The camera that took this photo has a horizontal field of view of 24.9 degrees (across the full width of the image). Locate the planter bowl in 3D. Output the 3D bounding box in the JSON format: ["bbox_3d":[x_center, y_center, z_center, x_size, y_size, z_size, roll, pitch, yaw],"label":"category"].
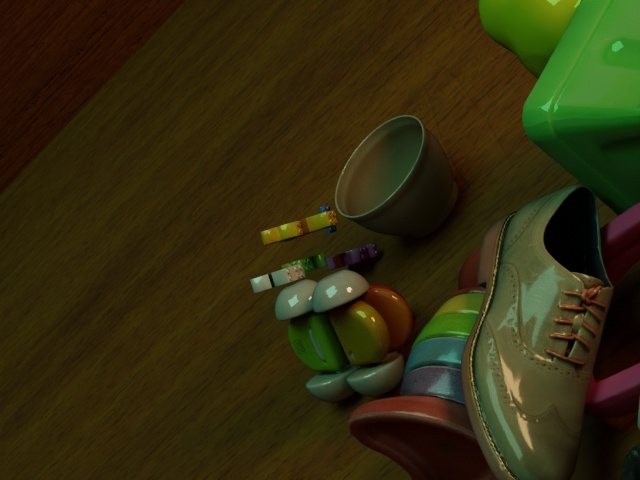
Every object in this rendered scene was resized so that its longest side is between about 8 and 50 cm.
[{"bbox_3d":[0.114,-0.071,1.930,0.162,0.109,0.162,-38,32,28],"label":"planter bowl"}]

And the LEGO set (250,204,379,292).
[{"bbox_3d":[0.000,0.000,1.921,0.093,0.087,0.227,-18,-1,34],"label":"LEGO set"}]

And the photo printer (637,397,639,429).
[{"bbox_3d":[0.425,0.053,1.186,0.307,0.107,0.256,6,64,13],"label":"photo printer"}]

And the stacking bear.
[{"bbox_3d":[0.179,0.120,1.586,0.164,0.175,0.289,-21,35,49],"label":"stacking bear"}]

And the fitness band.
[{"bbox_3d":[0.320,0.063,1.442,0.291,0.054,0.209,137,149,-59],"label":"fitness band"}]

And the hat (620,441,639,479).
[{"bbox_3d":[0.331,0.245,1.231,0.331,0.134,0.331,-37,33,29],"label":"hat"}]

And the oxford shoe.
[{"bbox_3d":[0.223,0.090,1.437,0.130,0.123,0.348,-43,35,46],"label":"oxford shoe"}]

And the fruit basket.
[{"bbox_3d":[0.347,-0.217,1.560,0.392,0.283,0.392,-38,31,28],"label":"fruit basket"}]

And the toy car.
[{"bbox_3d":[0.042,0.109,1.831,0.136,0.159,0.182,-31,9,-40],"label":"toy car"}]
